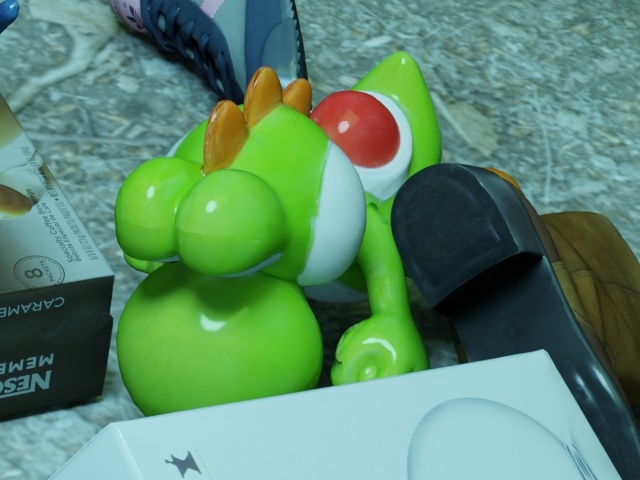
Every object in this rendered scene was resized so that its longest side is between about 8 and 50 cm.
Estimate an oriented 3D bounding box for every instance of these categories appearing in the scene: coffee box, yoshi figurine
[{"bbox_3d":[-0.235,-0.008,1.132,0.141,0.098,0.246,-10,43,-27],"label":"coffee box"},{"bbox_3d":[-0.015,0.022,1.099,0.362,0.203,0.203,-7,72,-65],"label":"yoshi figurine"}]

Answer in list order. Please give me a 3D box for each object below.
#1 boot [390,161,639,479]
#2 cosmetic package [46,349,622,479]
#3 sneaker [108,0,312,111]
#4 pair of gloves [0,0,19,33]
[{"bbox_3d":[0.152,0.090,1.094,0.264,0.096,0.280,61,18,20],"label":"boot"},{"bbox_3d":[0.074,0.234,0.747,0.284,0.097,0.377,-7,61,-48],"label":"cosmetic package"},{"bbox_3d":[-0.085,-0.158,1.392,0.131,0.112,0.319,-12,39,-6],"label":"sneaker"},{"bbox_3d":[-0.294,-0.116,1.217,0.198,0.159,0.023,-14,72,-31],"label":"pair of gloves"}]
